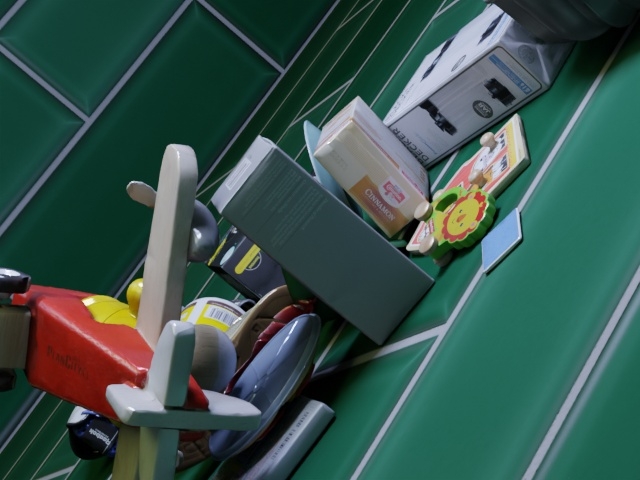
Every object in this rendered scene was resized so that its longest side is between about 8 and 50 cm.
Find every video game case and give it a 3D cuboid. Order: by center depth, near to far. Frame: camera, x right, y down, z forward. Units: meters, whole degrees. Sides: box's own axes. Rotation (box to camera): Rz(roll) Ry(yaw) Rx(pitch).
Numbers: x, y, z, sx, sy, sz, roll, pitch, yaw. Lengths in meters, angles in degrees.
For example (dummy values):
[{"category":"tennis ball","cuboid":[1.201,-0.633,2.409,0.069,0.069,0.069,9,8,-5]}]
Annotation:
[{"category":"video game case","cuboid":[-0.078,0.260,1.652,0.212,0.023,0.193,-53,11,-10]}]

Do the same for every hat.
[{"category":"hat","cuboid":[0.011,0.093,1.828,0.208,0.184,0.173,0,3,41]}]

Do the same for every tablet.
[{"category":"tablet","cuboid":[0.184,0.000,1.522,0.054,0.006,0.083,-46,13,20]}]

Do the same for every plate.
[{"category":"plate","cuboid":[0.024,-0.075,1.992,0.024,0.188,0.188,-21,17,10]}]

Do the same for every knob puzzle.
[{"category":"knob puzzle","cuboid":[0.162,-0.059,1.742,0.213,0.030,0.213,-48,12,13]}]

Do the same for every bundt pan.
[{"category":"bundt pan","cuboid":[0.337,-0.351,1.703,0.331,0.124,0.331,-39,21,18]}]

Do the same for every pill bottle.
[{"category":"pill bottle","cuboid":[-0.169,0.181,2.026,0.117,0.117,0.215,-42,13,36]}]

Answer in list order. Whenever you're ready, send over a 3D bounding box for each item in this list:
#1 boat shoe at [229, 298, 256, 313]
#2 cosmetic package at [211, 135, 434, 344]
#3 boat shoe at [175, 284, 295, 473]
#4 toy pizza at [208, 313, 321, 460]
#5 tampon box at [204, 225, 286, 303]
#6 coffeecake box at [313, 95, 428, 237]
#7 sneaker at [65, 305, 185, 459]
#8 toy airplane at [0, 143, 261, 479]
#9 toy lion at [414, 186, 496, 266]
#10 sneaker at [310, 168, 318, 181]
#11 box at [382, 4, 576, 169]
[{"category":"boat shoe","cuboid":[-0.160,0.161,2.173,0.206,0.075,0.065,-51,7,-28]},{"category":"cosmetic package","cuboid":[0.000,0.000,1.655,0.107,0.238,0.127,-53,14,1]},{"category":"boat shoe","cuboid":[-0.123,0.179,1.898,0.302,0.109,0.098,-47,5,-15]},{"category":"toy pizza","cuboid":[-0.056,0.171,1.704,0.201,0.032,0.201,-49,14,16]},{"category":"tampon box","cuboid":[-0.092,0.022,2.283,0.120,0.101,0.161,-52,12,-9]},{"category":"coffeecake box","cuboid":[0.067,-0.096,1.897,0.068,0.142,0.185,-41,8,13]},{"category":"sneaker","cuboid":[-0.305,0.246,2.381,0.315,0.127,0.182,-52,13,27]},{"category":"toy airplane","cuboid":[-0.189,0.140,1.670,0.272,0.384,0.386,2,-33,-45]},{"category":"toy lion","cuboid":[0.150,-0.024,1.638,0.096,0.034,0.100,-40,30,24]},{"category":"sneaker","cuboid":[-0.018,-0.043,2.305,0.121,0.079,0.217,-48,2,25]},{"category":"box","cuboid":[0.209,-0.219,1.934,0.169,0.087,0.290,-57,13,-32]}]
